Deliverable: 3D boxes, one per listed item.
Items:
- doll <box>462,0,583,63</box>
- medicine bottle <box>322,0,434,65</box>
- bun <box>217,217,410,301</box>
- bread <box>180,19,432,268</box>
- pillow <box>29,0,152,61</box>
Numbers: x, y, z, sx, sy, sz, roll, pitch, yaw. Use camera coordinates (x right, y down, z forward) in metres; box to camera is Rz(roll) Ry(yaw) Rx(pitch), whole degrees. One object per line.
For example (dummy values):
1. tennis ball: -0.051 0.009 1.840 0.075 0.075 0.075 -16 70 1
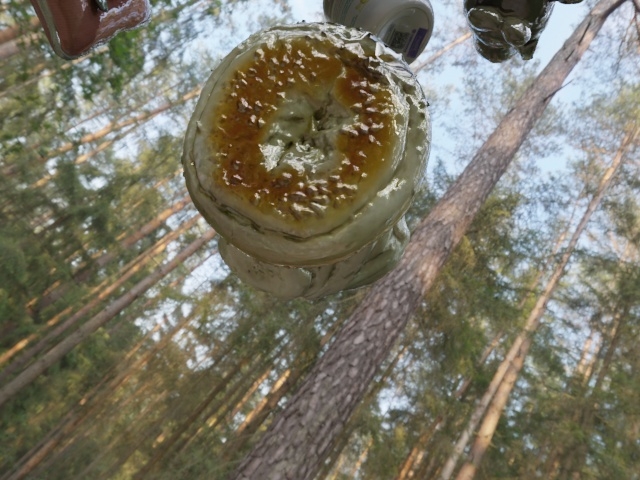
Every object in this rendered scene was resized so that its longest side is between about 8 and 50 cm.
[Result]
1. doll: 0.368 -0.560 0.908 0.252 0.382 0.378 14 12 -4
2. medicine bottle: 0.076 -0.385 0.758 0.215 0.135 0.135 60 -21 29
3. bun: 0.000 0.000 0.847 0.359 0.359 0.211 -25 -98 58
4. bread: -0.013 -0.111 0.566 0.305 0.305 0.159 34 -10 14
5. pillow: -0.238 -0.292 0.463 0.075 0.171 0.179 3 -51 16
